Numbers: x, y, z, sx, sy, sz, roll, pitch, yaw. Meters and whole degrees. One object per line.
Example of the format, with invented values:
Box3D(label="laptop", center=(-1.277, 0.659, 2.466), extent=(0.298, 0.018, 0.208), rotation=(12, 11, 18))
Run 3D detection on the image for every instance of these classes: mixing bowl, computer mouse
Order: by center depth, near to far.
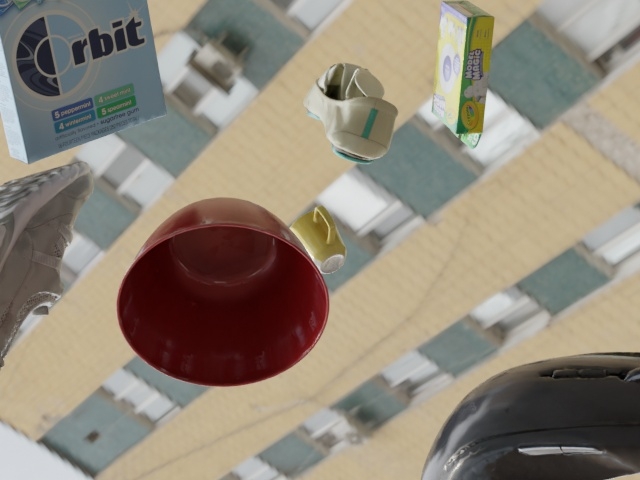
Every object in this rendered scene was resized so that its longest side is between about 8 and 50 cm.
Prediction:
Box3D(label="computer mouse", center=(0.183, 0.077, 0.803), extent=(0.060, 0.262, 0.184), rotation=(64, -151, -21))
Box3D(label="mixing bowl", center=(-0.084, 0.030, 1.147), extent=(0.181, 0.181, 0.098), rotation=(28, -149, -22))

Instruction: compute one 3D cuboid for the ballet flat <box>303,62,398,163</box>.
Box3D(label="ballet flat", center=(0.035, -0.151, 1.421), extent=(0.086, 0.086, 0.248), rotation=(31, -170, -19))

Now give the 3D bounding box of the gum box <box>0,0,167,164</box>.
Box3D(label="gum box", center=(-0.231, -0.183, 1.219), extent=(0.157, 0.041, 0.184), rotation=(-25, -59, -33))

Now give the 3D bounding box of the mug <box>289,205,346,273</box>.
Box3D(label="mug", center=(-0.002, 0.003, 1.594), extent=(0.064, 0.062, 0.078), rotation=(57, -178, 34))

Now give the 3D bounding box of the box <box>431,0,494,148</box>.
Box3D(label="box", center=(0.184, -0.217, 1.725), extent=(0.043, 0.179, 0.105), rotation=(-4, -157, -14))

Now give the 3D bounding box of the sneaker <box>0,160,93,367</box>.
Box3D(label="sneaker", center=(-0.297, 0.020, 1.284), extent=(0.115, 0.105, 0.281), rotation=(64, -149, -24))
